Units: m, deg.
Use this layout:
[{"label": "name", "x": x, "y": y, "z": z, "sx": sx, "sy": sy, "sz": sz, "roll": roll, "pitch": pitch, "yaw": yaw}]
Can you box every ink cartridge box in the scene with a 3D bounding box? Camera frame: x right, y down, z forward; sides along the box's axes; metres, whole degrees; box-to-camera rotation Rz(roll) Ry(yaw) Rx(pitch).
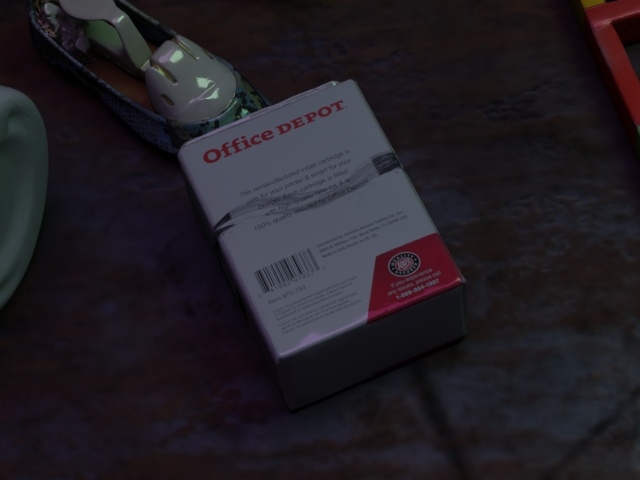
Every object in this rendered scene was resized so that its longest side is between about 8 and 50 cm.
[{"label": "ink cartridge box", "x": 0.000, "y": 0.000, "z": 1.077, "sx": 0.109, "sy": 0.063, "sz": 0.150, "roll": -23, "pitch": 58, "yaw": -7}]

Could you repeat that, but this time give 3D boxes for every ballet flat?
[{"label": "ballet flat", "x": -0.102, "y": -0.102, "z": 1.153, "sx": 0.188, "sy": 0.070, "sz": 0.070, "roll": 29, "pitch": 66, "yaw": 22}]

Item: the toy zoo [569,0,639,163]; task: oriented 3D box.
[{"label": "toy zoo", "x": 0.249, "y": -0.143, "z": 1.156, "sx": 0.192, "sy": 0.030, "sz": 0.293, "roll": -16, "pitch": 58, "yaw": -3}]

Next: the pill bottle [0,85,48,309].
[{"label": "pill bottle", "x": -0.288, "y": -0.041, "z": 1.093, "sx": 0.246, "sy": 0.136, "sz": 0.136, "roll": 13, "pitch": 61, "yaw": 14}]
